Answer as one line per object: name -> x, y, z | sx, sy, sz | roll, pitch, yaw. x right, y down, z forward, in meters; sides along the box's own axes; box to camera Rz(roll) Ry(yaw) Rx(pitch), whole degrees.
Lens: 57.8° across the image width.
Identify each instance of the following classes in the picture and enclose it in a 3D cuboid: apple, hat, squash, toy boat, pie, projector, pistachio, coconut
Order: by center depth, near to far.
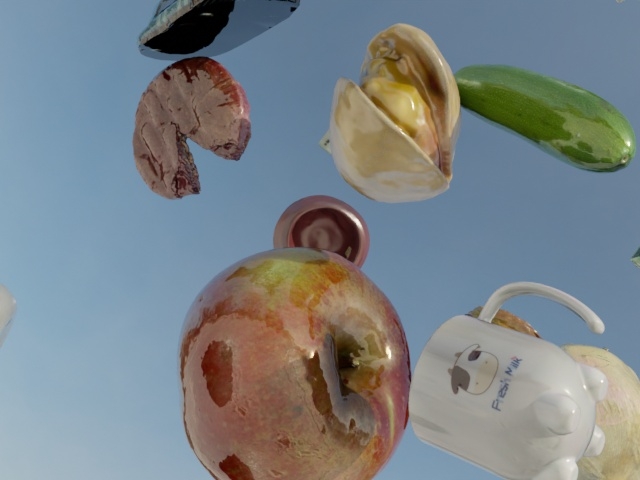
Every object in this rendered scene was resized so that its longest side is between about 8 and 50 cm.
squash -> 0.262, -0.159, 0.703 | 0.292, 0.082, 0.082 | -130, -157, -52
pistachio -> 0.104, -0.143, 0.757 | 0.187, 0.188, 0.299 | 24, -6, 12
toy boat -> -0.153, -0.321, 0.780 | 0.298, 0.134, 0.092 | 0, -81, 51
apple -> -0.038, 0.179, 0.791 | 0.276, 0.348, 0.349 | -23, -68, 38
pie -> -0.200, -0.173, 0.887 | 0.218, 0.054, 0.205 | -21, -102, 26
hat -> 0.000, 0.000, 1.229 | 0.205, 0.089, 0.206 | -2, -80, -9
coconut -> 0.709, 0.511, 1.546 | 0.404, 0.405, 0.405 | 17, -47, 19
projector -> 0.072, -0.310, 1.558 | 0.061, 0.115, 0.147 | 39, -52, -5

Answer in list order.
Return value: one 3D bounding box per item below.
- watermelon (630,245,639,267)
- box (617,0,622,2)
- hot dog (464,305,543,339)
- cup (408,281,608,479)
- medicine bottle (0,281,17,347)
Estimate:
watermelon -> 0.882, 0.067, 1.398 | 0.241, 0.154, 0.094 | 49, -13, -7
box -> 0.592, -0.525, 1.024 | 0.139, 0.073, 0.194 | 13, -22, -40
hot dog -> 0.387, 0.252, 1.228 | 0.196, 0.122, 0.273 | 16, -54, 56
cup -> 0.192, 0.141, 0.549 | 0.141, 0.173, 0.134 | 11, -51, 45
medicine bottle -> -0.490, 0.097, 0.551 | 0.306, 0.245, 0.245 | 28, -41, -18
